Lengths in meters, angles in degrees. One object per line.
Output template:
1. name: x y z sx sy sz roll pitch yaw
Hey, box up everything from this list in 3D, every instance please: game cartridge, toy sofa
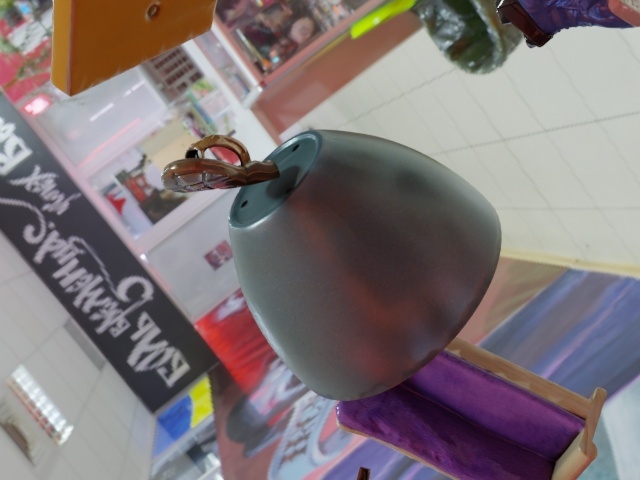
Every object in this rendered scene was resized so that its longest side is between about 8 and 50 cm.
1. game cartridge: -0.221 -0.368 0.965 0.053 0.285 0.323 36 137 14
2. toy sofa: 0.209 0.243 1.105 0.363 0.177 0.150 25 140 14

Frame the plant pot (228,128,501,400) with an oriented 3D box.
1. plant pot: 0.016 -0.004 0.812 0.195 0.290 0.290 42 178 -26

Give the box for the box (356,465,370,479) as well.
1. box: 0.042 0.422 1.016 0.021 0.164 0.201 8 141 9

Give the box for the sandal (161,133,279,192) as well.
1. sandal: -0.090 -0.072 0.692 0.180 0.072 0.049 -19 -80 -71

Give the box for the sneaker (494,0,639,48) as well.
1. sneaker: 0.245 -0.227 0.754 0.084 0.152 0.058 -53 35 44
